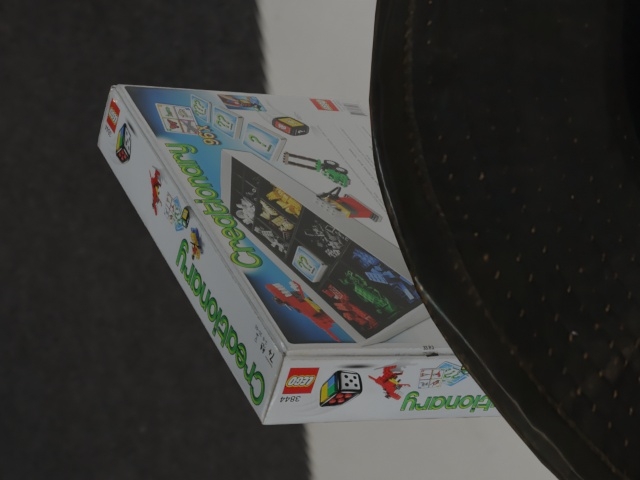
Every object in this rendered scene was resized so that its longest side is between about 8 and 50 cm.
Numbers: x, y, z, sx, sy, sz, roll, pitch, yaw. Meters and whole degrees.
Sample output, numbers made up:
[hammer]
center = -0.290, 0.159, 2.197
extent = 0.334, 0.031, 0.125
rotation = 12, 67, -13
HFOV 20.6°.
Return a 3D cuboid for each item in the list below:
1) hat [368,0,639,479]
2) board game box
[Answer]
[hat]
center = 0.168, -0.047, 0.505
extent = 0.331, 0.331, 0.134
rotation = 52, 174, 15
[board game box]
center = 0.000, 0.000, 1.092
extent = 0.305, 0.193, 0.053
rotation = 55, 135, 49
